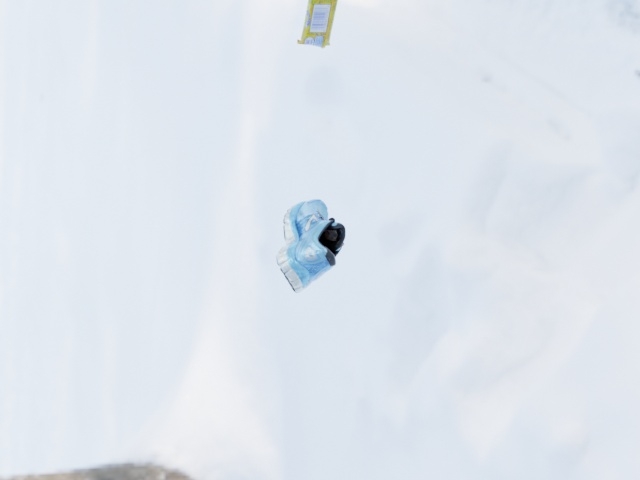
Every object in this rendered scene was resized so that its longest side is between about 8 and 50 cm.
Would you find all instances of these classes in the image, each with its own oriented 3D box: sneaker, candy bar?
[{"bbox_3d":[0.000,0.000,1.341,0.063,0.073,0.162,59,-162,-26],"label":"sneaker"},{"bbox_3d":[0.004,-0.272,1.261,0.018,0.040,0.161,-105,20,-45],"label":"candy bar"}]
